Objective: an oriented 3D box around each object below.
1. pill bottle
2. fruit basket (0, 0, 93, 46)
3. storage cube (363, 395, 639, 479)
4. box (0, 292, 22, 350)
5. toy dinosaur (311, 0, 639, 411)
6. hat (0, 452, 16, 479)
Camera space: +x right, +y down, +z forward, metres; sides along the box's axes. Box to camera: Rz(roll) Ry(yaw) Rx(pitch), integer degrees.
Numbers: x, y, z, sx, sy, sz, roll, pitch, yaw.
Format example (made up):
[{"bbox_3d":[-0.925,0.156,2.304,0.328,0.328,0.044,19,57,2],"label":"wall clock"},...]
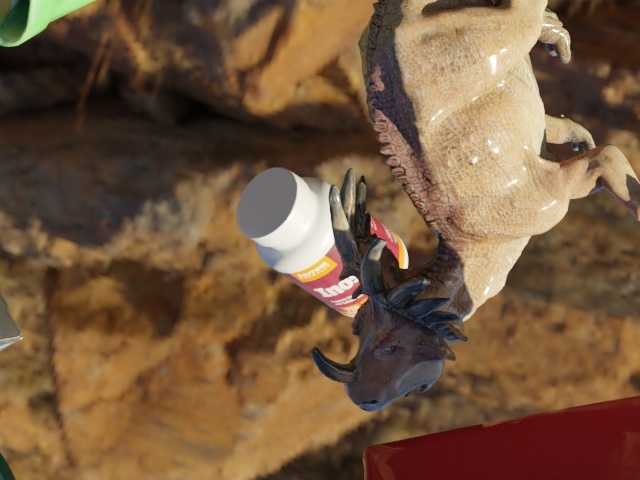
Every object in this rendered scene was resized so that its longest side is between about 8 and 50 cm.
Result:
[{"bbox_3d":[0.000,0.000,1.466,0.086,0.086,0.152,0,156,40],"label":"pill bottle"},{"bbox_3d":[-0.263,-0.206,0.872,0.327,0.165,0.353,24,-163,33],"label":"fruit basket"},{"bbox_3d":[0.130,0.201,0.826,0.193,0.215,0.183,-11,113,4],"label":"storage cube"},{"bbox_3d":[-0.362,-0.033,1.198,0.073,0.293,0.295,-28,173,21],"label":"box"},{"bbox_3d":[0.069,-0.061,0.948,0.200,0.295,0.127,-16,-177,-16],"label":"toy dinosaur"},{"bbox_3d":[-0.276,0.157,0.983,0.173,0.208,0.183,66,170,-13],"label":"hat"}]
